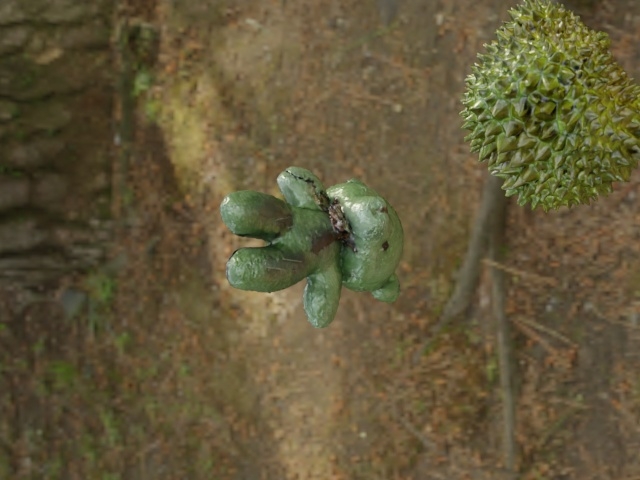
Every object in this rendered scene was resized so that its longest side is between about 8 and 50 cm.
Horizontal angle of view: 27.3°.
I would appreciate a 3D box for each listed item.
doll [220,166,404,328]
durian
[{"bbox_3d":[0.000,0.000,0.896,0.077,0.150,0.115,-27,74,48],"label":"doll"},{"bbox_3d":[0.255,-0.135,1.454,0.176,0.237,0.200,-45,38,-12],"label":"durian"}]
